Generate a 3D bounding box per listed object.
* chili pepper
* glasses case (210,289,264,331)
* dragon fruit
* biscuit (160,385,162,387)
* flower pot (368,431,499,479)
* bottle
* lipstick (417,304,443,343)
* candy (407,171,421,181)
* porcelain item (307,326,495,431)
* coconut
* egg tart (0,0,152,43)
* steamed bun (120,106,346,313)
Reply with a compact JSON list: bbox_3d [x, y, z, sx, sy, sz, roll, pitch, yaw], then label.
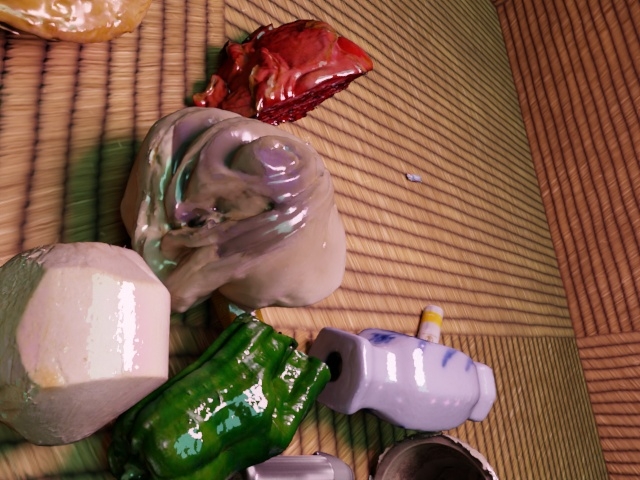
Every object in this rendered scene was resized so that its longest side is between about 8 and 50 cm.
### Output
[{"bbox_3d":[-0.116,0.248,0.701,0.385,0.167,0.213,-23,132,-52],"label":"chili pepper"},{"bbox_3d":[-0.165,0.075,0.830,0.079,0.064,0.234,-16,85,-27],"label":"glasses case"},{"bbox_3d":[-0.103,-0.368,0.947,0.329,0.286,0.228,-28,100,-40],"label":"dragon fruit"},{"bbox_3d":[-0.275,0.193,0.705,0.091,0.015,0.078,49,43,-23],"label":"biscuit"},{"bbox_3d":[0.269,0.566,0.979,0.259,0.290,0.290,42,46,-49],"label":"flower pot"},{"bbox_3d":[-0.047,0.418,0.820,0.254,0.079,0.096,23,20,-39],"label":"bottle"},{"bbox_3d":[0.281,0.294,1.236,0.059,0.059,0.264,46,46,-25],"label":"lipstick"},{"bbox_3d":[0.302,-0.203,1.488,0.083,0.020,0.030,-2,80,-49],"label":"candy"},{"bbox_3d":[0.183,0.291,0.987,0.405,0.242,0.178,17,81,-33],"label":"porcelain item"},{"bbox_3d":[-0.292,0.124,0.553,0.241,0.241,0.241,21,60,-41],"label":"coconut"},{"bbox_3d":[-0.449,-0.474,0.662,0.443,0.178,0.443,20,62,-44],"label":"egg tart"},{"bbox_3d":[-0.124,-0.055,0.712,0.339,0.247,0.352,-12,73,-21],"label":"steamed bun"}]
